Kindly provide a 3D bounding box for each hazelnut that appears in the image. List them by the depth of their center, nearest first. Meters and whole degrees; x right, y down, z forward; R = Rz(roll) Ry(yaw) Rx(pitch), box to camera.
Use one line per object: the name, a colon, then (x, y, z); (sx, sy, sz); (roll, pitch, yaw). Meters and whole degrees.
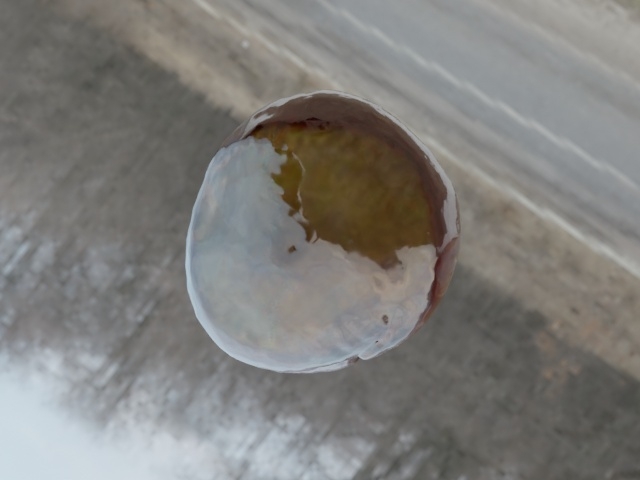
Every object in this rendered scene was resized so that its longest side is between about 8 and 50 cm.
hazelnut: (0.000, 0.000, 1.219); (0.229, 0.229, 0.229); (38, 178, 2)
